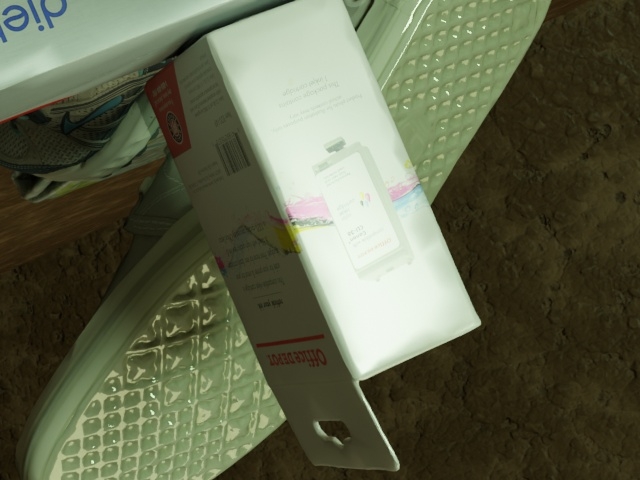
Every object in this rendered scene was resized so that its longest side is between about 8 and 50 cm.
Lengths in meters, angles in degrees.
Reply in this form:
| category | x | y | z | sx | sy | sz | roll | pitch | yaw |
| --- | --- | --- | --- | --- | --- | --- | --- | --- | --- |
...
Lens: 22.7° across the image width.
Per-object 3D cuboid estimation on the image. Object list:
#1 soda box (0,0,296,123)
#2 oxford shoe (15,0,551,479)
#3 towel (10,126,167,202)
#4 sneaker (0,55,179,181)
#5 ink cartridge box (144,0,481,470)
| category | x | y | z | sx | sy | sz | roll | pitch | yaw |
| --- | --- | --- | --- | --- | --- | --- | --- | --- | --- |
| soda box | -0.136 | -0.099 | 0.656 | 0.286 | 0.091 | 0.098 | -24 | -179 | -17 |
| oxford shoe | -0.030 | -0.032 | 0.930 | 0.449 | 0.130 | 0.169 | -55 | 145 | -8 |
| towel | -0.041 | -0.144 | 1.168 | 0.374 | 0.090 | 0.320 | -23 | -177 | -28 |
| sneaker | -0.132 | -0.111 | 0.859 | 0.122 | 0.110 | 0.283 | 0 | 163 | -38 |
| ink cartridge box | 0.000 | 0.000 | 0.711 | 0.067 | 0.198 | 0.115 | -23 | -177 | -21 |
